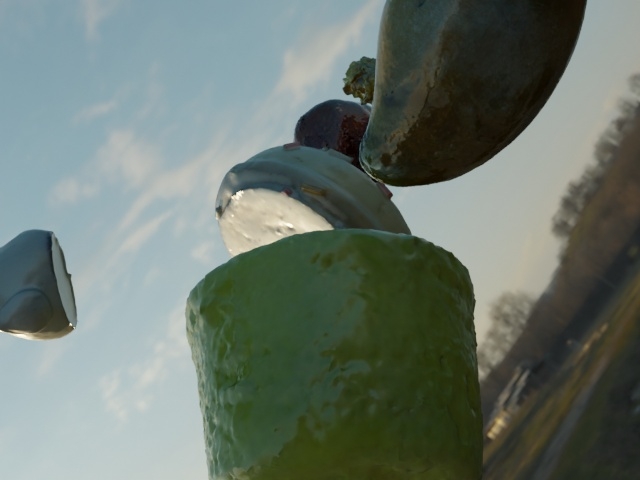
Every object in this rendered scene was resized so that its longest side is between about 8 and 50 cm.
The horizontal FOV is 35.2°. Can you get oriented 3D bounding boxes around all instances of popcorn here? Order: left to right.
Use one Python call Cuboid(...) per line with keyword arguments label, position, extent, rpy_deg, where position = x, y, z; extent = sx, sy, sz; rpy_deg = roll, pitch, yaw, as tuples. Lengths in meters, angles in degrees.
Cuboid(label="popcorn", position=(0.072, -0.240, 1.525), extent=(0.083, 0.082, 0.057), rpy_deg=(-17, -36, -16))

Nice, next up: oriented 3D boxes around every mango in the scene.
Cuboid(label="mango", position=(0.145, -0.189, 1.010), extent=(0.316, 0.193, 0.146), rpy_deg=(-63, -2, 15))

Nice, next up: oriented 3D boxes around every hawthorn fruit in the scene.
Cuboid(label="hawthorn fruit", position=(0.044, -0.131, 1.753), extent=(0.181, 0.235, 0.181), rpy_deg=(-19, -23, -9))

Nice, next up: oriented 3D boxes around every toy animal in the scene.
Cuboid(label="toy animal", position=(-0.358, 0.071, 1.076), extent=(0.193, 0.178, 0.127), rpy_deg=(-17, -65, -14))

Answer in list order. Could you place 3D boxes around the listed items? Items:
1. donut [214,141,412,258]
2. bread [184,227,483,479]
Cuboid(label="donut", position=(0.000, 0.000, 1.653), extent=(0.142, 0.382, 0.382), rpy_deg=(-49, -15, -30))
Cuboid(label="bread", position=(0.014, 0.174, 1.152), extent=(0.348, 0.348, 0.308), rpy_deg=(103, 168, -56))
